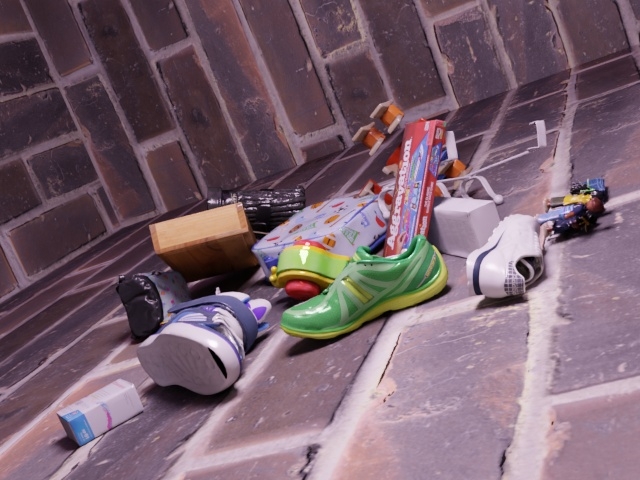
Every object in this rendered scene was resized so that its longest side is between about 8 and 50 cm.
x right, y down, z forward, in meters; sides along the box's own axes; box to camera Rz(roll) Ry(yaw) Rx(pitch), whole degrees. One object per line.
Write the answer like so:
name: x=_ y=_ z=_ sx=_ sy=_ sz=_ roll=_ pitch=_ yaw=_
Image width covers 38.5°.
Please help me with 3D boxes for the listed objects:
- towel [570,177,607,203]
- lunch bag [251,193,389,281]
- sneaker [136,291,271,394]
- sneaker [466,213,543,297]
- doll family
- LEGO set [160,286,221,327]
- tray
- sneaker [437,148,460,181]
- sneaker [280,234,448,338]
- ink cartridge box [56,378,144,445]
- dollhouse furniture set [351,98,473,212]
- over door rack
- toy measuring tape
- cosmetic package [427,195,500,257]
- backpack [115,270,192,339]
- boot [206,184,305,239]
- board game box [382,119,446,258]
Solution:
towel: x=0.501 y=-0.088 z=1.721 sx=0.067 sy=0.029 sz=0.119 roll=-19 pitch=12 yaw=21
lunch bag: x=0.000 y=0.000 z=2.055 sx=0.303 sy=0.115 sz=0.243 roll=-14 pitch=19 yaw=40
sneaker: x=-0.163 y=0.152 z=1.584 sx=0.236 sy=0.130 sz=0.323 roll=-34 pitch=10 yaw=-31
sneaker: x=0.312 y=0.027 z=1.441 sx=0.095 sy=0.090 sz=0.235 roll=0 pitch=26 yaw=33
doll family: x=0.439 y=-0.053 z=1.578 sx=0.111 sy=0.076 sz=0.193 roll=-11 pitch=20 yaw=27
LEGO set: x=-0.255 y=0.163 z=1.915 sx=0.182 sy=0.060 sz=0.244 roll=-23 pitch=10 yaw=-24
tray: x=-0.255 y=0.016 z=2.140 sx=0.203 sy=0.076 sz=0.411 roll=-15 pitch=-12 yaw=-2
sneaker: x=0.292 y=-0.185 z=2.445 sx=0.090 sy=0.081 sz=0.232 roll=-5 pitch=21 yaw=36
sneaker: x=0.064 y=0.075 z=1.540 sx=0.295 sy=0.123 sz=0.109 roll=-23 pitch=11 yaw=-3
ink cartridge box: x=-0.371 y=0.288 z=1.547 sx=0.122 sy=0.052 sz=0.088 roll=-29 pitch=13 yaw=-25
dollhouse furniture set: x=0.197 y=-0.172 z=2.192 sx=0.259 sy=0.262 sz=0.135 roll=-52 pitch=-6 yaw=27
over door rack: x=0.289 y=-0.125 z=1.891 sx=0.239 sy=0.108 sz=0.324 roll=-10 pitch=-16 yaw=-25
toy measuring tape: x=0.016 y=0.047 z=1.765 sx=0.330 sy=0.121 sz=0.121 roll=-13 pitch=14 yaw=40
cosmetic package: x=0.260 y=-0.026 z=1.710 sx=0.060 sy=0.099 sz=0.239 roll=-25 pitch=12 yaw=-14
backpack: x=-0.374 y=0.137 z=2.093 sx=0.115 sy=0.152 sz=0.182 roll=-11 pitch=3 yaw=15
boot: x=-0.171 y=-0.031 z=2.431 sx=0.260 sy=0.131 sz=0.348 roll=-1 pitch=-23 yaw=-8
board game box: x=0.179 y=-0.089 z=1.772 sx=0.027 sy=0.281 sz=0.145 roll=9 pitch=1 yaw=-18
